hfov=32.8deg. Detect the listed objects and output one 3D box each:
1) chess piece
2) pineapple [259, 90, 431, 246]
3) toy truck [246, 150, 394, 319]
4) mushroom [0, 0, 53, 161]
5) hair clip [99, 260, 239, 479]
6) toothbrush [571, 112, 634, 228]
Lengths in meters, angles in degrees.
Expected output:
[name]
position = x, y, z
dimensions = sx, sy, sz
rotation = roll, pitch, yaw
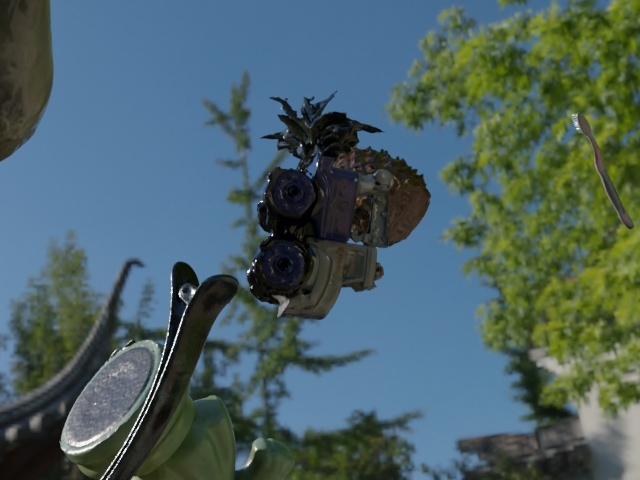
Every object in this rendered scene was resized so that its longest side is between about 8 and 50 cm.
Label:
[chess piece]
position = -0.149, 0.268, 1.298
dimensions = 0.176, 0.175, 0.298
rotation = -25, -59, 33
[pineapple]
position = 0.030, -0.143, 1.846
dimensions = 0.165, 0.364, 0.165
rotation = -25, -39, -22
[toy truck]
position = 0.000, 0.000, 1.420
dimensions = 0.177, 0.213, 0.161
rotation = 9, -9, -7
[mushroom]
position = -0.273, -0.204, 0.935
dimensions = 0.109, 0.097, 0.351
rotation = 16, -57, -9
[hair clip]
position = -0.143, 0.129, 0.942
dimensions = 0.070, 0.229, 0.039
rotation = 13, -16, 40
[toothbrush]
position = 0.520, -0.125, 1.993
dimensions = 0.021, 0.027, 0.269
rotation = -38, -64, -11
